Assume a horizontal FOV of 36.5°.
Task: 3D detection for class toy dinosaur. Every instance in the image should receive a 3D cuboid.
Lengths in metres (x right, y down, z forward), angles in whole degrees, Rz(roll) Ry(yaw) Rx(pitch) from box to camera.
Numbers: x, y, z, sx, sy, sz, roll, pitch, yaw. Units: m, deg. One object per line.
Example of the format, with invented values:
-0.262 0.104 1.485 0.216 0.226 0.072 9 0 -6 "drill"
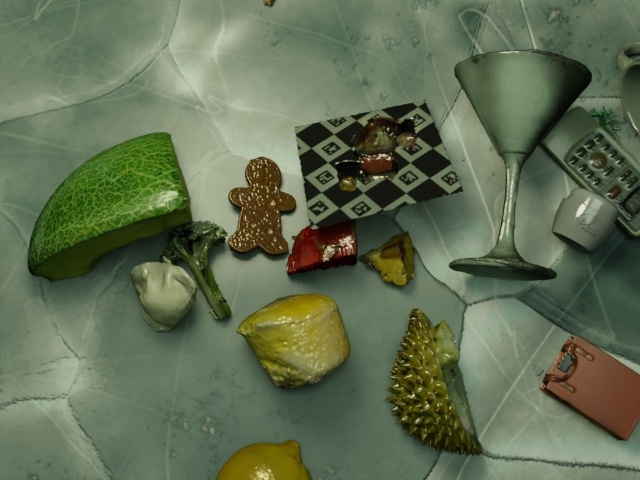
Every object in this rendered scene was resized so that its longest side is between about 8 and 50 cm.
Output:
0.587 -0.241 2.002 0.062 0.021 0.083 5 74 7 "toy dinosaur"

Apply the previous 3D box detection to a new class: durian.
0.217 0.265 1.829 0.166 0.172 0.306 -10 69 -28 "durian"

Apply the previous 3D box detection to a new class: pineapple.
0.130 0.034 1.913 0.114 0.077 0.114 -5 74 11 "pineapple"

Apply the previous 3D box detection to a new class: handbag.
0.535 0.283 1.873 0.190 0.063 0.127 33 80 2 "handbag"

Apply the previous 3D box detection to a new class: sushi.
0.106 -0.138 1.908 0.294 0.059 0.292 -12 48 -1 "sushi"

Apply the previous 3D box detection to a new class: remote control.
0.580 -0.142 1.972 0.123 0.038 0.285 -39 81 -8 "remote control"

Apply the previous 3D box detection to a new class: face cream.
0.521 -0.039 1.910 0.117 0.117 0.104 30 89 5 "face cream"

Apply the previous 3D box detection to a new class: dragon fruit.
0.000 -0.001 1.893 0.161 0.120 0.127 -12 73 1 "dragon fruit"

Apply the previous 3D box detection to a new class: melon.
-0.412 -0.048 1.855 0.343 0.226 0.331 -22 39 -4 "melon"

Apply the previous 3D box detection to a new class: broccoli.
-0.227 0.057 1.895 0.122 0.118 0.204 -22 96 -35 "broccoli"

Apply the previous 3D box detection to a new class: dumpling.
-0.305 0.094 1.849 0.134 0.169 0.100 40 67 2 "dumpling"

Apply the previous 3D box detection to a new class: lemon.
-0.106 0.471 1.758 0.187 0.187 0.244 28 71 5 "lemon"

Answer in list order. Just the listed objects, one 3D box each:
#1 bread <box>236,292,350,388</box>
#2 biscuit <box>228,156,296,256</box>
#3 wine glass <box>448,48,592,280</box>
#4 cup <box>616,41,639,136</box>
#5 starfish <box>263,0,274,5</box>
-0.046 0.186 1.823 0.197 0.197 0.170 -22 86 -5 "bread"
-0.118 -0.069 1.943 0.138 0.031 0.205 4 76 -12 "biscuit"
0.372 -0.134 1.871 0.267 0.267 0.406 7 84 0 "wine glass"
0.731 -0.336 1.963 0.234 0.186 0.258 -26 52 -15 "cup"
-0.125 -0.616 2.059 0.227 0.043 0.240 6 75 -1 "starfish"
